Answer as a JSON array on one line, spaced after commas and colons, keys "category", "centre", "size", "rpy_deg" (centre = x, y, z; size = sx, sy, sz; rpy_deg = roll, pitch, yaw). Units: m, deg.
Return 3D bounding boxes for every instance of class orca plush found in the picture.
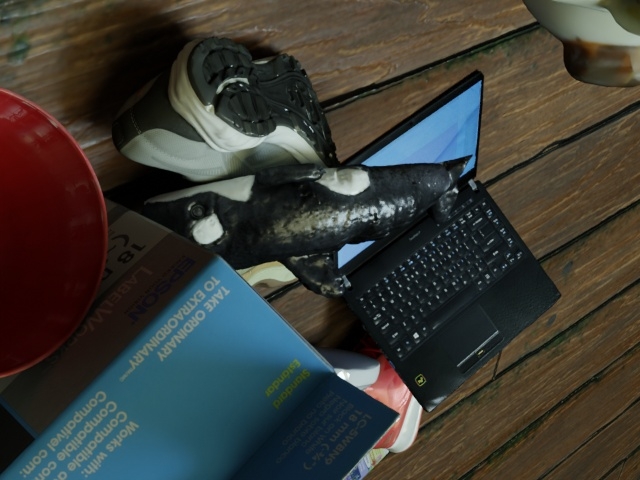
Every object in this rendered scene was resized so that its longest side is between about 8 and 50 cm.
[{"category": "orca plush", "centre": [0.000, 0.000, 0.970], "size": [0.287, 0.151, 0.102], "rpy_deg": [-5, 81, -39]}]

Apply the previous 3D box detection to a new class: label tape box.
[{"category": "label tape box", "centre": [-0.145, 0.109, 0.769], "size": [0.240, 0.333, 0.106], "rpy_deg": [-46, 124, -15]}]

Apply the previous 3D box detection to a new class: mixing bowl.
[{"category": "mixing bowl", "centre": [-0.237, -0.003, 0.743], "size": [0.181, 0.098, 0.181], "rpy_deg": [6, 81, -40]}]

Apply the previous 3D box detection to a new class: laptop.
[{"category": "laptop", "centre": [0.142, 0.001, 1.248], "size": [0.234, 0.264, 0.136], "rpy_deg": [-36, 180, -28]}]

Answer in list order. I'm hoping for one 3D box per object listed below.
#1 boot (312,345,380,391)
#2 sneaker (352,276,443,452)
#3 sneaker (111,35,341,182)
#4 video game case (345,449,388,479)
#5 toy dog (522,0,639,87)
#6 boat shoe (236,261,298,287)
[{"category": "boot", "centre": [-0.047, 0.180, 1.186], "size": [0.258, 0.095, 0.123], "rpy_deg": [-2, 104, -43]}, {"category": "sneaker", "centre": [0.061, 0.128, 1.306], "size": [0.128, 0.087, 0.221], "rpy_deg": [6, 92, -36]}, {"category": "sneaker", "centre": [-0.067, -0.092, 0.944], "size": [0.108, 0.100, 0.271], "rpy_deg": [-25, 166, 22]}, {"category": "video game case", "centre": [-0.002, 0.263, 1.409], "size": [0.193, 0.023, 0.212], "rpy_deg": [-42, 145, -20]}, {"category": "toy dog", "centre": [0.203, -0.254, 0.881], "size": [0.395, 0.285, 0.408], "rpy_deg": [-20, 162, 27]}, {"category": "boat shoe", "centre": [-0.080, 0.008, 1.040], "size": [0.190, 0.068, 0.072], "rpy_deg": [-17, 120, -59]}]
